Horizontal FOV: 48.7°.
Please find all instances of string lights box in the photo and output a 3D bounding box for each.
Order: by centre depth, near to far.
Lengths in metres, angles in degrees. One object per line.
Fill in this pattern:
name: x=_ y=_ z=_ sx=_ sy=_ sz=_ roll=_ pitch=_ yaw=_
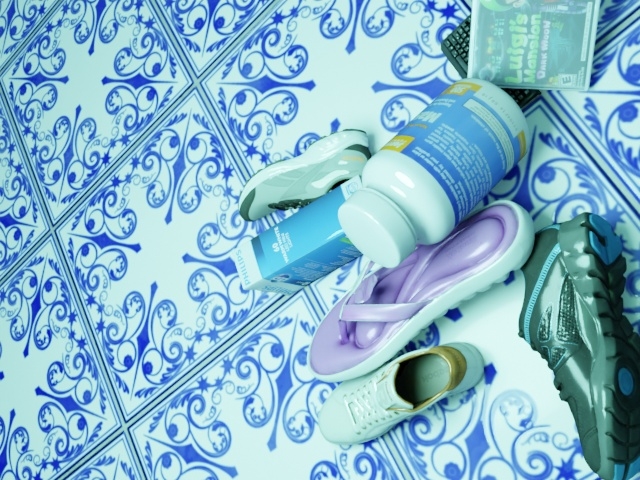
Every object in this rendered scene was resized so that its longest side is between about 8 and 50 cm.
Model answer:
string lights box: x=0.000 y=0.000 z=1.149 sx=0.259 sy=0.133 sz=0.077 roll=-29 pitch=68 yaw=24

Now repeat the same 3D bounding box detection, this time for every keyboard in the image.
keyboard: x=0.269 y=-0.278 z=1.095 sx=0.108 sy=0.023 sz=0.180 roll=-39 pitch=64 yaw=21

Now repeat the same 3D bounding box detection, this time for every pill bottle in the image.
pill bottle: x=0.154 y=-0.091 z=0.988 sx=0.152 sy=0.152 sz=0.272 roll=34 pitch=66 yaw=32

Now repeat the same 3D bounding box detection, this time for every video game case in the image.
video game case: x=0.301 y=-0.311 z=1.003 sx=0.173 sy=0.022 sz=0.191 roll=6 pitch=115 yaw=17

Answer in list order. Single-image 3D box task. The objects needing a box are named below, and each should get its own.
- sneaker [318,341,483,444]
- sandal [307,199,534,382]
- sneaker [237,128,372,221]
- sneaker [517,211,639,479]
sneaker: x=0.093 y=0.227 z=1.060 sx=0.290 sy=0.123 sz=0.106 roll=-34 pitch=67 yaw=24
sandal: x=0.117 y=0.058 z=1.049 sx=0.416 sy=0.102 sz=0.169 roll=-38 pitch=33 yaw=23
sneaker: x=-0.029 y=-0.089 z=1.206 sx=0.271 sy=0.100 sz=0.108 roll=-25 pitch=74 yaw=26
sneaker: x=0.344 y=0.141 z=0.936 sx=0.139 sy=0.125 sz=0.341 roll=-22 pitch=65 yaw=47
